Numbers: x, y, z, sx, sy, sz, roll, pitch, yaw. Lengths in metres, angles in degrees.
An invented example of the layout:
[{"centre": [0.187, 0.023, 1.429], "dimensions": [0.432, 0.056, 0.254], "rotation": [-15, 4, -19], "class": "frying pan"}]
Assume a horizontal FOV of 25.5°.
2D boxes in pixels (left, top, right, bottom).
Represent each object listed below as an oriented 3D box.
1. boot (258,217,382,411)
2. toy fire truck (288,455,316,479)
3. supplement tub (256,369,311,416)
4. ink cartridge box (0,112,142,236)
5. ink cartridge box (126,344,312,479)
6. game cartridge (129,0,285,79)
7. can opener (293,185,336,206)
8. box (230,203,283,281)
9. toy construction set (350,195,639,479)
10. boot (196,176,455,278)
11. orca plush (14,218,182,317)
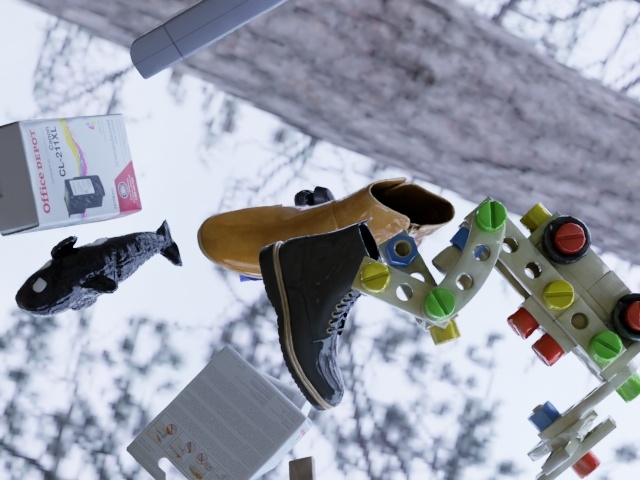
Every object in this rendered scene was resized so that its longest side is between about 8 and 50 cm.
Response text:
[{"centre": [0.022, 0.082, 1.571], "dimensions": [0.137, 0.077, 0.197], "rotation": [-19, -87, 23], "class": "boot"}, {"centre": [-0.092, 0.447, 2.160], "dimensions": [0.246, 0.217, 0.158], "rotation": [-49, 140, -67], "class": "toy fire truck"}, {"centre": [-0.075, 0.258, 2.260], "dimensions": [0.071, 0.107, 0.071], "rotation": [-58, 164, -27], "class": "supplement tub"}, {"centre": [-0.308, -0.080, 1.687], "dimensions": [0.072, 0.175, 0.127], "rotation": [-11, -89, 36], "class": "ink cartridge box"}, {"centre": [-0.121, 0.238, 1.706], "dimensions": [0.145, 0.045, 0.179], "rotation": [41, -98, 21], "class": "ink cartridge box"}, {"centre": [-0.090, -0.296, 1.713], "dimensions": [0.297, 0.062, 0.198], "rotation": [-28, -172, 11], "class": "game cartridge"}, {"centre": [0.000, 0.000, 2.273], "dimensions": [0.073, 0.059, 0.186], "rotation": [15, -56, 48], "class": "can opener"}, {"centre": [-0.086, 0.009, 2.076], "dimensions": [0.028, 0.081, 0.136], "rotation": [88, -6, -53], "class": "box"}, {"centre": [0.205, 0.091, 1.409], "dimensions": [0.215, 0.327, 0.151], "rotation": [-40, -171, -9], "class": "toy construction set"}, {"centre": [0.008, -0.028, 1.834], "dimensions": [0.211, 0.295, 0.104], "rotation": [140, -51, -56], "class": "boot"}, {"centre": [-0.351, 0.068, 2.324], "dimensions": [0.102, 0.287, 0.151], "rotation": [43, -46, 42], "class": "orca plush"}]
